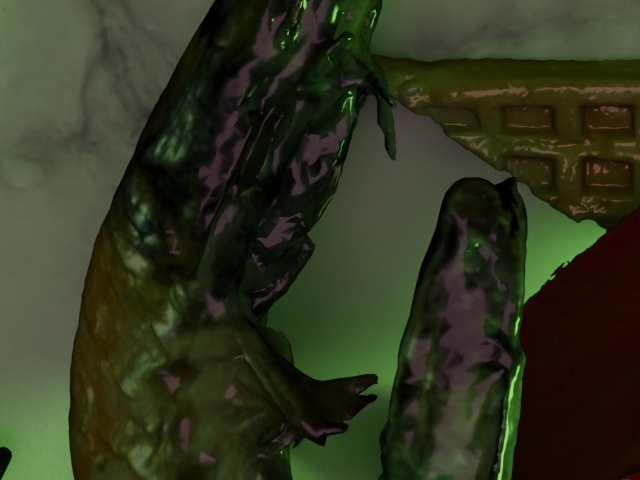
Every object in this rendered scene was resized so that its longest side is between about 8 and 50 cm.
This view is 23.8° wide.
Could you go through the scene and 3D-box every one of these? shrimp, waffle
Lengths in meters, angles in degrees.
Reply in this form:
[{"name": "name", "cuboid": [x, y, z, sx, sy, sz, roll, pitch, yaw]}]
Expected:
[{"name": "shrimp", "cuboid": [0.000, 0.000, 0.645, 0.272, 0.085, 0.445, 35, 114, 42]}, {"name": "waffle", "cuboid": [0.099, -0.027, 0.706, 0.191, 0.032, 0.125, 1, 116, 14]}]

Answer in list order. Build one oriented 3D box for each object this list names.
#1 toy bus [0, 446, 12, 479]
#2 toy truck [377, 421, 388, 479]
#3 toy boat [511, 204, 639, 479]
[{"name": "toy bus", "cuboid": [-0.314, 0.120, 0.784, 0.262, 0.150, 0.128, 28, 117, -3]}, {"name": "toy truck", "cuboid": [0.075, 0.165, 0.773, 0.154, 0.080, 0.078, 39, 142, -6]}, {"name": "toy boat", "cuboid": [0.172, 0.067, 0.640, 0.332, 0.145, 0.133, -41, 123, 22]}]
